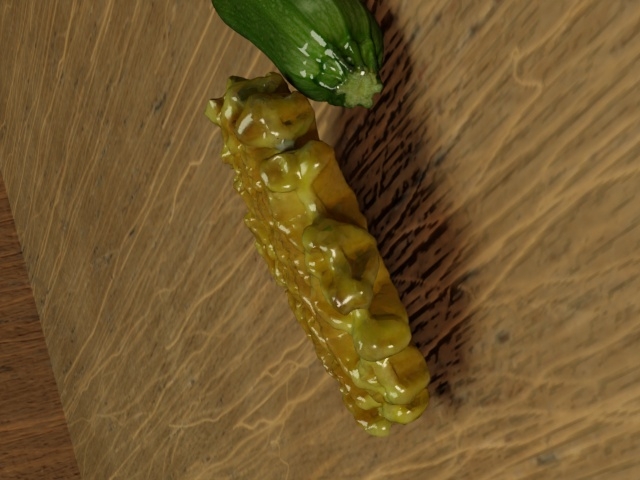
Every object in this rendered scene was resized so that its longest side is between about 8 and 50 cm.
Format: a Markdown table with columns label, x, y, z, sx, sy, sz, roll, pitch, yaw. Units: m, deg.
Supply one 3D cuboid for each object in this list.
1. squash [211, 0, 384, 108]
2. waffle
| label | x | y | z | sx | sy | sz | roll | pitch | yaw |
| --- | --- | --- | --- | --- | --- | --- | --- | --- | --- |
| squash | -0.018 | -0.150 | 0.831 | 0.219 | 0.068 | 0.077 | 50 | 138 | 49 |
| waffle | -0.001 | 0.000 | 0.799 | 0.229 | 0.057 | 0.219 | 57 | 170 | 39 |
